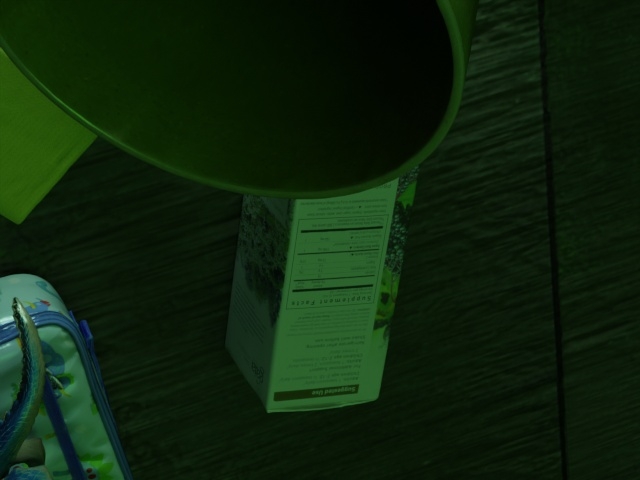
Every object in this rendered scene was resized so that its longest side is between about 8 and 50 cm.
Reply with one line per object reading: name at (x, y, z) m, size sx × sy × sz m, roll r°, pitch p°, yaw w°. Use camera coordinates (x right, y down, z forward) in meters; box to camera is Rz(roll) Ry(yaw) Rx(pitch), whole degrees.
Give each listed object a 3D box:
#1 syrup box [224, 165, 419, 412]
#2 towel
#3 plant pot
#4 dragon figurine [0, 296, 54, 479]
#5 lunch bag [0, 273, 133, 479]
syrup box at (0.000, 0.000, 1.240) m, size 0.096 × 0.093 × 0.237 m, roll -5°, pitch 119°, yaw -22°
towel at (-0.258, -0.103, 1.114) m, size 0.102 × 0.021 × 0.237 m, roll -46°, pitch 127°, yaw 13°
plant pot at (-0.015, -0.222, 0.956) m, size 0.275 × 0.293 × 0.274 m, roll 14°, pitch 145°, yaw 10°
dragon figurine at (-0.248, 0.183, 1.129) m, size 0.144 × 0.085 × 0.289 m, roll -4°, pitch 123°, yaw -21°
lunch bag at (-0.232, 0.141, 1.223) m, size 0.176 × 0.090 × 0.219 m, roll -22°, pitch 126°, yaw -15°
